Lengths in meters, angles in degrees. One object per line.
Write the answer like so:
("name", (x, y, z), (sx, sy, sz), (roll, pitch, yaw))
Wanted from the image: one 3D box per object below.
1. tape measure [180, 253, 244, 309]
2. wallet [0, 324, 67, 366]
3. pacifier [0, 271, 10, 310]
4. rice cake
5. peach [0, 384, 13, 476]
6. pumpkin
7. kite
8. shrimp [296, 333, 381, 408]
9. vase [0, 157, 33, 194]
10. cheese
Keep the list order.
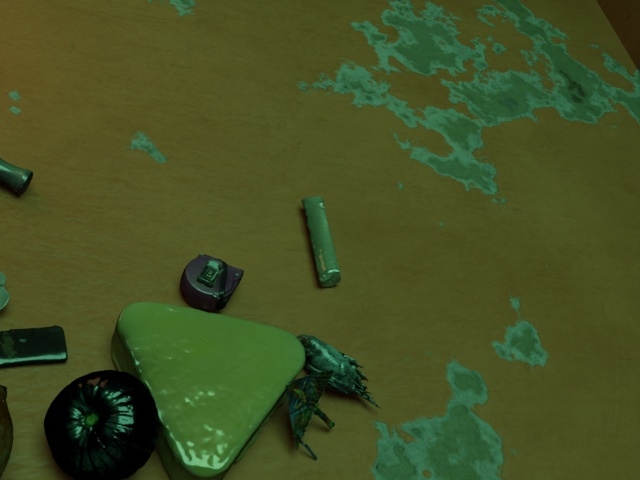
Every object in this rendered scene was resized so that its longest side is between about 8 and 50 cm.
("tape measure", (-0.236, 0.086, 1.815), (0.118, 0.074, 0.125), (25, 42, -2))
("wallet", (-0.558, 0.200, 1.598), (0.157, 0.018, 0.082), (-1, 51, -25))
("pacifier", (-0.639, 0.093, 1.615), (0.082, 0.078, 0.099), (-19, 60, -13))
("rice cake", (0.000, 0.000, 2.023), (0.057, 0.052, 0.256), (3, 50, -20))
("peach", (-0.595, 0.313, 1.333), (0.232, 0.232, 0.256), (32, 55, 4))
("pumpkin", (-0.376, 0.322, 1.475), (0.202, 0.140, 0.201), (-4, 67, 9))
("kite", (-0.020, 0.325, 1.672), (0.160, 0.010, 0.182), (47, 55, -31))
("shrimp", (0.035, 0.279, 1.778), (0.233, 0.079, 0.090), (39, 49, 5))
("vase", (-0.724, -0.170, 1.811), (0.214, 0.086, 0.086), (27, 44, -8))
("cheese", (-0.189, 0.267, 1.655), (0.384, 0.104, 0.383), (14, 46, -15))
